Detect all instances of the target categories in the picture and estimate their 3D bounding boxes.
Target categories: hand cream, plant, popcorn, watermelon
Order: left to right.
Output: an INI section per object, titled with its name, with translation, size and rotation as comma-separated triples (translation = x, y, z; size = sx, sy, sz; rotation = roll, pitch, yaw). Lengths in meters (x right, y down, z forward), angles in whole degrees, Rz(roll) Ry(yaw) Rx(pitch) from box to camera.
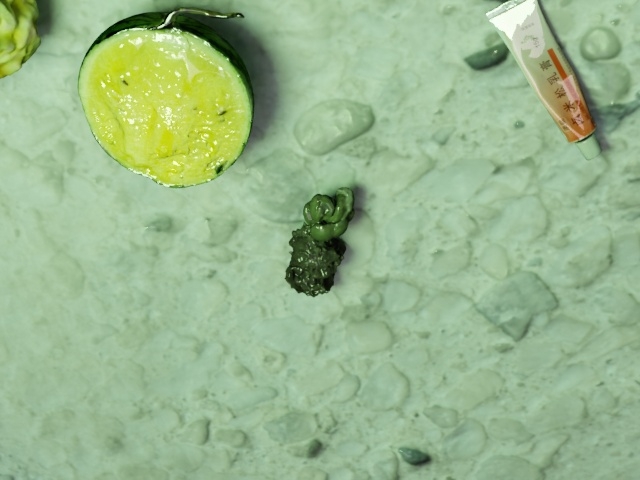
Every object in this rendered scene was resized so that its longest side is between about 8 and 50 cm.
[popcorn]
translation = -0.415, -0.249, 1.298
size = 0.186, 0.187, 0.167
rotation = -5, 132, 32
[watermelon]
translation = -0.173, -0.183, 1.336
size = 0.204, 0.127, 0.232
rotation = 4, 126, 8
[plant]
translation = 0.000, 0.000, 1.461
size = 0.085, 0.087, 0.174
rotation = -12, 137, -30
[hand cream]
translation = 0.269, -0.185, 1.313
size = 0.052, 0.038, 0.216
rotation = -35, 109, -1
